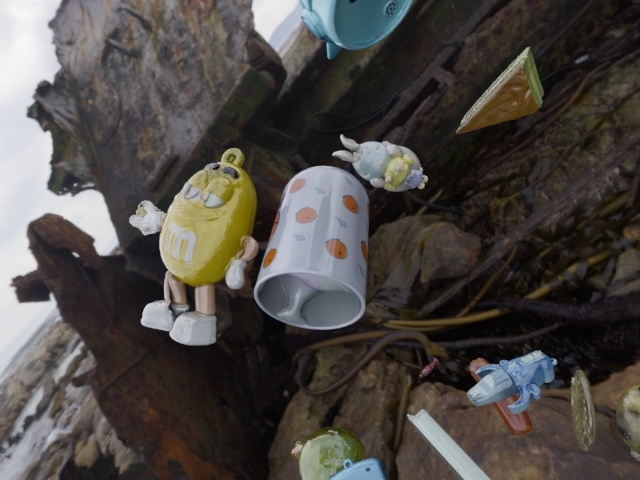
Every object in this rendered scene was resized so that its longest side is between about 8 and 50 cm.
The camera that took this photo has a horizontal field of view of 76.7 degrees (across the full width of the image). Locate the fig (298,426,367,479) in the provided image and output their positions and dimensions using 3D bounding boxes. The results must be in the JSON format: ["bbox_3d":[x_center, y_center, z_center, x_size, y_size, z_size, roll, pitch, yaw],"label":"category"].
[{"bbox_3d":[0.026,0.681,1.227,0.207,0.207,0.230,-33,-14,36],"label":"fig"}]

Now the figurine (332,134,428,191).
[{"bbox_3d":[0.155,-0.194,1.039,0.127,0.236,0.155,-55,51,28],"label":"figurine"}]

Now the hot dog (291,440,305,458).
[{"bbox_3d":[-0.059,0.713,1.381,0.133,0.056,0.041,-43,9,46],"label":"hot dog"}]

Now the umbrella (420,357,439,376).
[{"bbox_3d":[0.441,0.512,1.631,0.027,0.165,0.025,19,109,34],"label":"umbrella"}]

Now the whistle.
[{"bbox_3d":[0.535,0.388,1.124,0.269,0.093,0.180,-25,17,-1],"label":"whistle"}]

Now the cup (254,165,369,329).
[{"bbox_3d":[0.000,0.000,0.864,0.212,0.212,0.317,-31,36,39],"label":"cup"}]

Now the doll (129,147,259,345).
[{"bbox_3d":[-0.290,0.026,0.924,0.349,0.161,0.422,-16,77,18],"label":"doll"}]

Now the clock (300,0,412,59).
[{"bbox_3d":[0.074,-0.432,0.677,0.224,0.094,0.274,-30,-25,-14],"label":"clock"}]

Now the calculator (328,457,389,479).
[{"bbox_3d":[0.128,0.713,1.047,0.173,0.292,0.051,-25,-14,-2],"label":"calculator"}]

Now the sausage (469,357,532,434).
[{"bbox_3d":[0.673,0.576,1.511,0.089,0.083,0.300,-30,62,-2],"label":"sausage"}]

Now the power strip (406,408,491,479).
[{"bbox_3d":[0.318,0.517,0.961,0.046,0.118,0.270,-40,54,-11],"label":"power strip"}]

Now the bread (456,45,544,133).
[{"bbox_3d":[0.283,-0.243,0.675,0.139,0.084,0.074,-7,38,44],"label":"bread"}]

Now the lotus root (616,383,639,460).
[{"bbox_3d":[0.968,0.559,1.208,0.154,0.277,0.154,-11,19,4],"label":"lotus root"}]

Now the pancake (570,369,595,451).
[{"bbox_3d":[0.734,0.478,1.142,0.029,0.235,0.211,-2,67,21],"label":"pancake"}]
